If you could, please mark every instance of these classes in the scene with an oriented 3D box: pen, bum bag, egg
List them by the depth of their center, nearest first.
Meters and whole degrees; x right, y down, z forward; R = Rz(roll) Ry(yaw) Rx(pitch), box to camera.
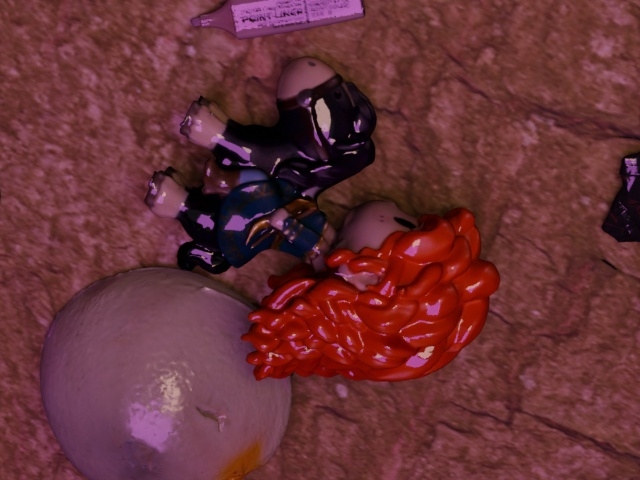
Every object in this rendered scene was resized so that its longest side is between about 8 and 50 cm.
[{"bbox_3d":[-0.050,-0.258,1.487,0.197,0.032,0.053,-7,114,8],"label":"pen"},{"bbox_3d":[0.363,-0.051,1.535,0.058,0.034,0.124,7,116,-7],"label":"bum bag"},{"bbox_3d":[-0.204,0.205,1.630,0.337,0.201,0.337,2,113,4],"label":"egg"}]

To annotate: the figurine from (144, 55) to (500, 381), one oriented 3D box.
[{"bbox_3d":[-0.002,-0.012,1.510,0.306,0.241,0.411,-34,90,-7],"label":"figurine"}]
